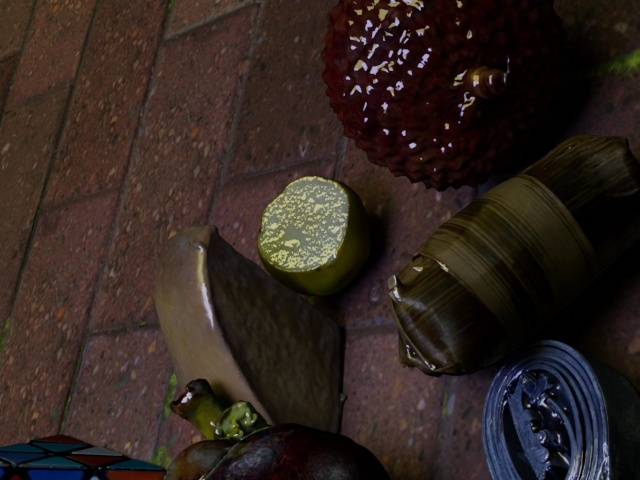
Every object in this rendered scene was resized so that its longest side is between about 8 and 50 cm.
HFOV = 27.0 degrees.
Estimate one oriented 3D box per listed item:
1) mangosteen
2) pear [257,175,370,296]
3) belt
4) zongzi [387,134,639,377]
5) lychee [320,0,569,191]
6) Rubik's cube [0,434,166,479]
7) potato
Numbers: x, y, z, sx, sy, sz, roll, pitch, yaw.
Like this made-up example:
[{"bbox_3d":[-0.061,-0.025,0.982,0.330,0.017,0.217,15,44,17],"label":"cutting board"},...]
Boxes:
[{"bbox_3d":[-0.052,0.253,1.327,0.231,0.231,0.289,-39,64,28],"label":"mangosteen"},{"bbox_3d":[0.000,0.000,1.557,0.141,0.104,0.141,-8,69,22],"label":"pear"},{"bbox_3d":[0.219,0.181,1.194,0.141,0.082,0.190,-45,38,31],"label":"belt"},{"bbox_3d":[0.187,0.032,1.314,0.286,0.288,0.134,-35,78,-9],"label":"zongzi"},{"bbox_3d":[0.127,-0.182,1.376,0.264,0.264,0.300,-58,18,6],"label":"lychee"},{"bbox_3d":[-0.393,0.299,1.733,0.284,0.234,0.250,-50,38,17],"label":"Rubik's cube"},{"bbox_3d":[-0.121,0.141,1.490,0.211,0.264,0.189,-15,48,38],"label":"potato"}]
